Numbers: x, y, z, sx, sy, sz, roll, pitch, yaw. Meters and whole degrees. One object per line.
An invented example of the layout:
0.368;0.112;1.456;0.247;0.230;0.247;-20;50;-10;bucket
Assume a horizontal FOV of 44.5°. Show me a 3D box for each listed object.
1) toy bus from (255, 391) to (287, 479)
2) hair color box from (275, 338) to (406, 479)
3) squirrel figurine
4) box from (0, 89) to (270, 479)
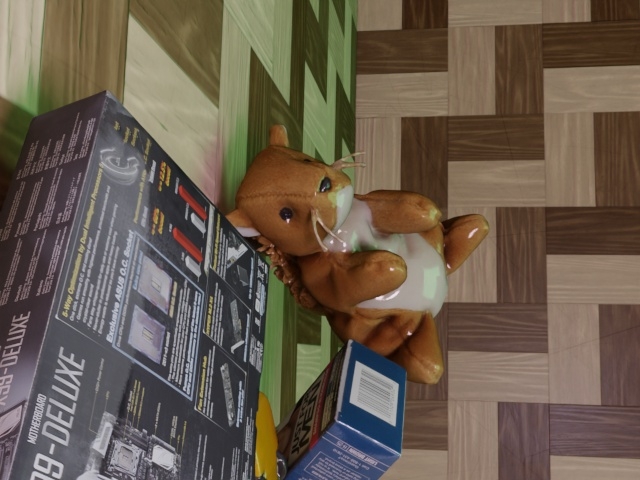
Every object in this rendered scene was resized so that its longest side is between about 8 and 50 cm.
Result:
-0.112;0.363;0.989;0.108;0.130;0.333;-37;126;-80;toy bus
-0.015;0.324;1.130;0.347;0.105;0.174;-55;-170;30;hair color box
0.000;0.000;1.218;0.370;0.397;0.281;33;75;-30;squirrel figurine
-0.130;0.089;0.550;0.242;0.076;0.307;51;32;-47;box
